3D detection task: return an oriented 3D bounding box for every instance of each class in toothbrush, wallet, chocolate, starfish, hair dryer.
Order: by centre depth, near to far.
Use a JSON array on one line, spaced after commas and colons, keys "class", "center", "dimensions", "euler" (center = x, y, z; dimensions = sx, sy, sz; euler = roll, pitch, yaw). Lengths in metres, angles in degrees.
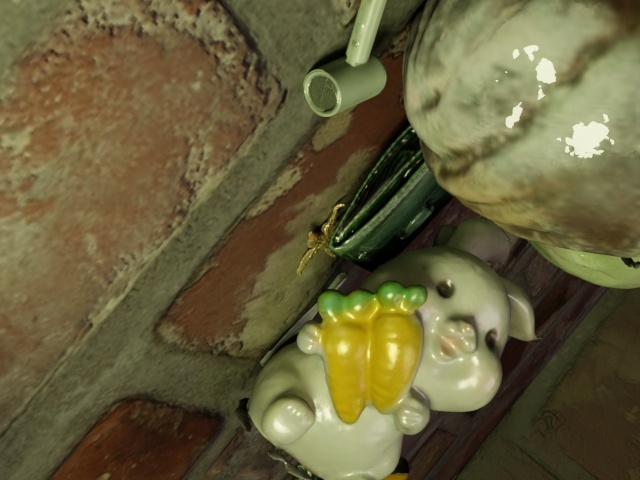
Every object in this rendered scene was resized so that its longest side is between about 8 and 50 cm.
[{"class": "hair dryer", "center": [0.030, -0.152, 0.978], "dimensions": [0.063, 0.038, 0.124], "euler": [-32, 149, -46]}, {"class": "chocolate", "center": [0.173, -0.134, 1.074], "dimensions": [0.303, 0.213, 0.303], "euler": [-174, -90, -89]}, {"class": "starfish", "center": [0.000, 0.000, 1.247], "dimensions": [0.092, 0.016, 0.086], "euler": [-55, 160, 24]}, {"class": "wallet", "center": [0.085, -0.037, 1.309], "dimensions": [0.160, 0.055, 0.236], "euler": [-49, 166, 3]}, {"class": "toothbrush", "center": [-0.016, 0.081, 1.376], "dimensions": [0.131, 0.011, 0.013], "euler": [-48, 150, -9]}]

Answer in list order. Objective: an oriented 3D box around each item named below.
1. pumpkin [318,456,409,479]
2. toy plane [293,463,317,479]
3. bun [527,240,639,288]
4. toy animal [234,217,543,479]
[{"class": "pumpkin", "center": [0.032, 0.384, 2.025], "dimensions": [0.130, 0.149, 0.254], "euler": [-96, -161, -48]}, {"class": "toy plane", "center": [-0.028, 0.340, 1.841], "dimensions": [0.080, 0.033, 0.083], "euler": [-52, 171, -51]}, {"class": "bun", "center": [0.254, -0.061, 1.367], "dimensions": [0.179, 0.283, 0.283], "euler": [-33, 163, 2]}, {"class": "toy animal", "center": [0.081, 0.114, 1.321], "dimensions": [0.310, 0.183, 0.247], "euler": [-46, 173, 9]}]
